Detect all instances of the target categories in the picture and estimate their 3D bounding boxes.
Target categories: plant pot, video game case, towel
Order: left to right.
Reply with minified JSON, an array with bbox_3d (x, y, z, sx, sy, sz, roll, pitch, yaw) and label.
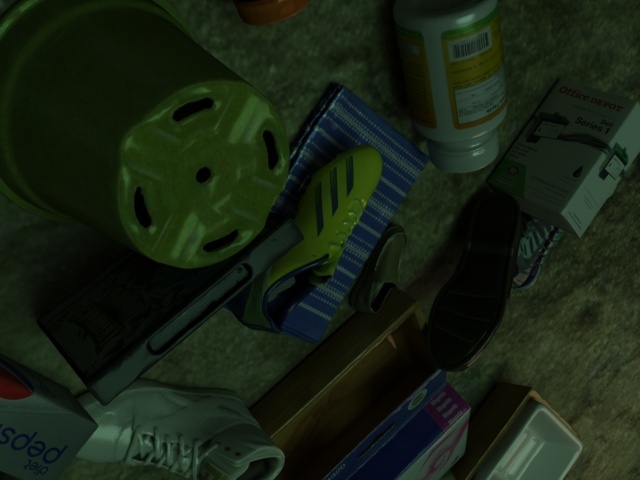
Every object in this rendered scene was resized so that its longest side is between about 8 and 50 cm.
[{"bbox_3d":[-0.171,-0.102,0.855,0.276,0.254,0.276,-20,124,-33],"label":"plant pot"},{"bbox_3d":[-0.174,0.046,0.925,0.248,0.275,0.035,-40,112,-17],"label":"video game case"},{"bbox_3d":[0.008,-0.024,1.205,0.243,0.040,0.336,31,91,-46],"label":"towel"}]

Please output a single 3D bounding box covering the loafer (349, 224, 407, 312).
[{"bbox_3d":[0.098,0.048,1.313,0.056,0.050,0.148,14,103,-44],"label":"loafer"}]

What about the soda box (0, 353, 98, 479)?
[{"bbox_3d":[-0.384,0.169,0.934,0.098,0.091,0.286,-52,135,-7],"label":"soda box"}]

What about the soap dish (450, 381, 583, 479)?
[{"bbox_3d":[0.387,0.422,1.717,0.229,0.118,0.291,-53,136,-5],"label":"soap dish"}]

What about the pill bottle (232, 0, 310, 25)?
[{"bbox_3d":[-0.083,-0.349,0.886,0.130,0.130,0.246,-38,132,-19],"label":"pill bottle"}]

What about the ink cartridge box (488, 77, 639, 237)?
[{"bbox_3d":[0.406,-0.138,1.400,0.219,0.160,0.092,-55,136,-4],"label":"ink cartridge box"}]

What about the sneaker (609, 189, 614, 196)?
[{"bbox_3d":[0.489,-0.127,1.526,0.229,0.092,0.087,-55,134,-4],"label":"sneaker"}]

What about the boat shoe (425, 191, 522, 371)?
[{"bbox_3d":[0.261,0.079,1.390,0.307,0.110,0.104,-64,156,-15],"label":"boat shoe"}]

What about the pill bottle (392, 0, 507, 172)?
[{"bbox_3d":[0.184,-0.221,1.179,0.136,0.136,0.246,-34,131,-23],"label":"pill bottle"}]

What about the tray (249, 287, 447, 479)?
[{"bbox_3d":[0.012,0.276,1.347,0.411,0.076,0.203,-40,133,-16],"label":"tray"}]

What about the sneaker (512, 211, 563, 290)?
[{"bbox_3d":[0.355,-0.014,1.481,0.098,0.083,0.224,3,112,-36],"label":"sneaker"}]

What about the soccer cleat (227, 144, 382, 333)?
[{"bbox_3d":[0.000,0.001,1.101,0.289,0.121,0.093,-49,136,-13],"label":"soccer cleat"}]

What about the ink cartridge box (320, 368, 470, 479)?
[{"bbox_3d":[0.120,0.395,1.442,0.324,0.071,0.330,-40,153,-16],"label":"ink cartridge box"}]

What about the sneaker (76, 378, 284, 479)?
[{"bbox_3d":[-0.180,0.265,1.109,0.292,0.169,0.108,5,111,-41],"label":"sneaker"}]
